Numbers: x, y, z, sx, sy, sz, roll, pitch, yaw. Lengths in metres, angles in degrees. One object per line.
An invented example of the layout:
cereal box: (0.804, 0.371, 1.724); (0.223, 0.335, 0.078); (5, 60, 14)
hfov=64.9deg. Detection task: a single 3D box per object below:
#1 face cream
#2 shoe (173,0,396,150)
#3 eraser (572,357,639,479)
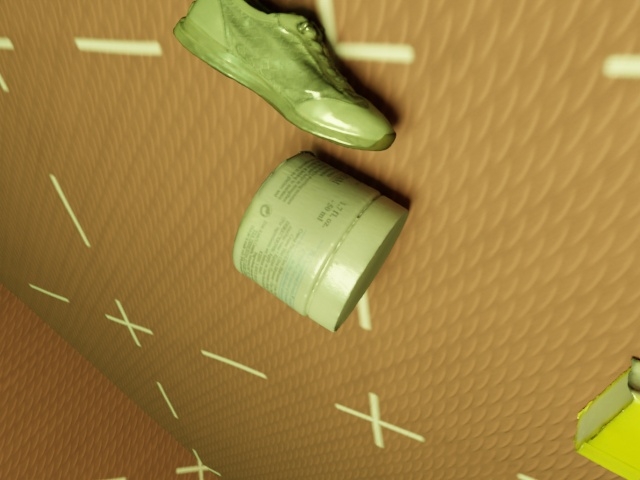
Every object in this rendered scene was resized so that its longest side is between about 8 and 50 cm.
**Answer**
face cream: (0.000, 0.000, 0.622); (0.153, 0.177, 0.177); (32, 138, 11)
shoe: (-0.029, -0.191, 0.538); (0.275, 0.103, 0.098); (35, 119, 4)
eraser: (0.445, 0.256, 0.603); (0.226, 0.069, 0.157); (26, 135, 16)
